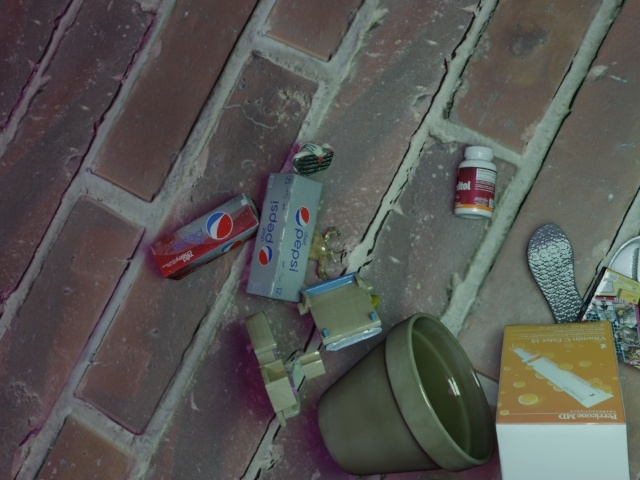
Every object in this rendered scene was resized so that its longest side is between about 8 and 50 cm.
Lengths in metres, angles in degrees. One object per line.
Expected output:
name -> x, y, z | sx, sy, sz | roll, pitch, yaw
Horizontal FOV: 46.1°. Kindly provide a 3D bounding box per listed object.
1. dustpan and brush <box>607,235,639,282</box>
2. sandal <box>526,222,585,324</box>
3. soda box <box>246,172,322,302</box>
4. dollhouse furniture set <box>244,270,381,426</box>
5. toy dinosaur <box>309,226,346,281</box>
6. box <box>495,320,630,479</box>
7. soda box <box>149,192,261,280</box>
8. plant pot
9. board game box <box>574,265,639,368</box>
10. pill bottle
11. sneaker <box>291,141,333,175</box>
dustpan and brush -> 0.683, 0.020, 1.583 | 0.147, 0.060, 0.211 | 5, 84, 13
sandal -> 0.510, 0.089, 1.622 | 0.097, 0.054, 0.254 | -16, 90, 12
soda box -> -0.083, -0.007, 1.723 | 0.091, 0.098, 0.286 | 6, 84, 44
dollhouse furniture set -> 0.025, 0.249, 1.607 | 0.303, 0.286, 0.198 | -20, 119, -6
toy dinosaur -> 0.000, 0.000, 1.743 | 0.093, 0.053, 0.183 | -22, 78, 10
box -> 0.455, 0.310, 1.422 | 0.215, 0.345, 0.168 | -5, 112, 18
soda box -> -0.264, -0.006, 1.786 | 0.263, 0.083, 0.092 | -29, 77, 8
plant pot -> 0.157, 0.349, 1.551 | 0.280, 0.323, 0.323 | -29, 77, 23
board game box -> 0.664, 0.178, 1.549 | 0.243, 0.042, 0.165 | 25, 97, 7
pill bottle -> 0.345, -0.127, 1.667 | 0.086, 0.086, 0.152 | 5, 83, 13
sneaker -> -0.036, -0.192, 1.730 | 0.075, 0.161, 0.057 | 29, 114, 21
